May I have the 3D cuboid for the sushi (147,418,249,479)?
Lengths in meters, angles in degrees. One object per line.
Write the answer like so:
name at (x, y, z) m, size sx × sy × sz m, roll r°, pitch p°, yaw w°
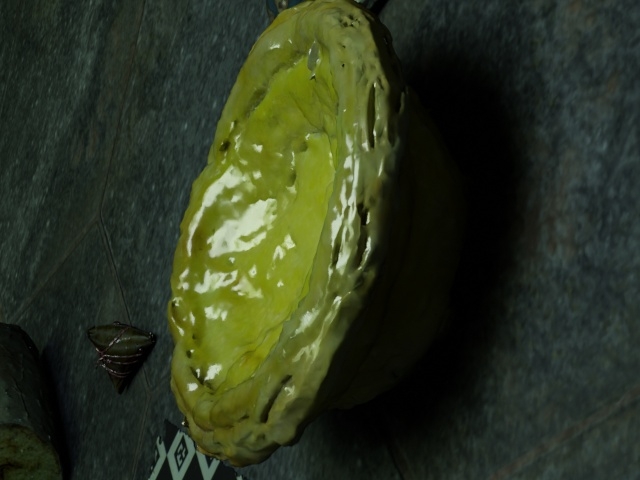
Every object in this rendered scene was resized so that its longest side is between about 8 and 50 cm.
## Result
sushi at (-0.153, 0.315, 1.477) m, size 0.264 × 0.050 × 0.290 m, roll 22°, pitch 98°, yaw 65°

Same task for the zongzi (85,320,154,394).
zongzi at (-0.200, 0.118, 1.690) m, size 0.083 × 0.067 × 0.073 m, roll 167°, pitch 103°, yaw -83°

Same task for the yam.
yam at (-0.367, 0.196, 1.885) m, size 0.254 × 0.154 × 0.154 m, roll -118°, pitch 46°, yaw -58°

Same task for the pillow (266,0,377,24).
pillow at (0.017, -0.239, 1.403) m, size 0.255 × 0.034 × 0.189 m, roll 124°, pitch 150°, yaw -42°

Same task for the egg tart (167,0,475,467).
egg tart at (0.000, 0.000, 1.199) m, size 0.345 × 0.132 × 0.345 m, roll -39°, pitch 44°, yaw 52°
